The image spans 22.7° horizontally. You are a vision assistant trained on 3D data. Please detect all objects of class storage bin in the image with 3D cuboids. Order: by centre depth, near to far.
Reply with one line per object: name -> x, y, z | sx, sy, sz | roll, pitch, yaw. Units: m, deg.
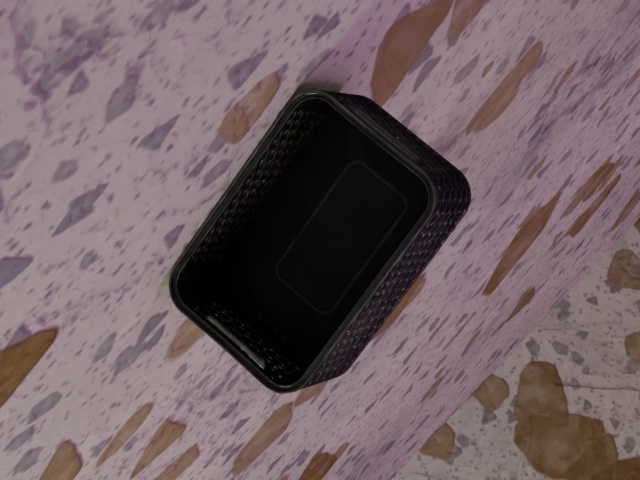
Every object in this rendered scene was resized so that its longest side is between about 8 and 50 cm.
storage bin -> 0.000, 0.000, 1.073 | 0.180, 0.122, 0.084 | -54, 165, 16
